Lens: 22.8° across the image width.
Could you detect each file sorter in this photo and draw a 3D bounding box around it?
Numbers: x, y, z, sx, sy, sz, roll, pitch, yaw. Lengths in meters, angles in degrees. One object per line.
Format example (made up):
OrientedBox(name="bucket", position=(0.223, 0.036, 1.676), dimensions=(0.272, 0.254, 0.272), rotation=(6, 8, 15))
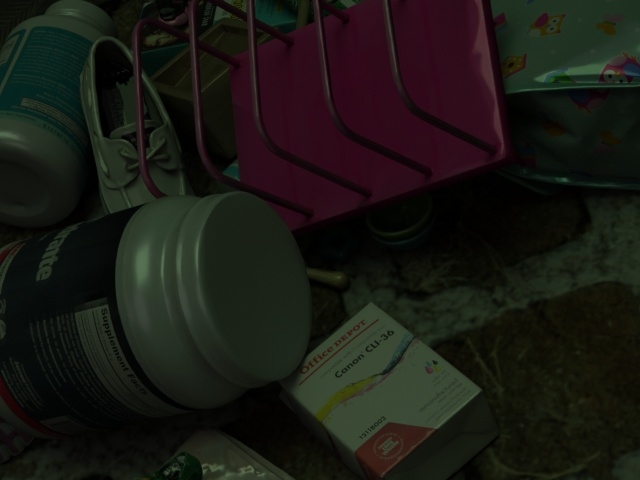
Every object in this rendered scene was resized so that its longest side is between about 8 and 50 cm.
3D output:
OrientedBox(name="file sorter", position=(-0.007, -0.142, 1.432), dimensions=(0.291, 0.182, 0.202), rotation=(-18, 68, 32))

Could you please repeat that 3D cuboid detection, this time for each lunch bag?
OrientedBox(name="lunch bag", position=(0.253, -0.165, 1.515), dimensions=(0.262, 0.160, 0.223), rotation=(-1, 48, 17))

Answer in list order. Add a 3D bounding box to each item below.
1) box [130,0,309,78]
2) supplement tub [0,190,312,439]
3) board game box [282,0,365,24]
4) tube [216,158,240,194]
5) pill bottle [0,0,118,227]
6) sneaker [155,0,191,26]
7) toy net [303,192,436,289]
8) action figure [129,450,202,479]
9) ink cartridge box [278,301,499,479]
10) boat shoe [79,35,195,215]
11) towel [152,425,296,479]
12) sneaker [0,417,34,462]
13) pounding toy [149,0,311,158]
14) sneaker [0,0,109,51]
OrientedBox(name="box", position=(-0.092, -0.247, 1.833), dimensions=(0.244, 0.060, 0.100), rotation=(-9, 44, 17))
OrientedBox(name="supplement tub", position=(-0.165, 0.067, 1.421), dimensions=(0.272, 0.191, 0.191), rotation=(-15, 41, 31))
OrientedBox(name="board game box", position=(0.030, -0.281, 1.756), dimensions=(0.136, 0.030, 0.260), rotation=(-27, 55, -31))
OrientedBox(name="tube", position=(-0.026, -0.112, 1.679), dimensions=(0.080, 0.052, 0.207), rotation=(19, 53, 38))
OrientedBox(name="pill bottle", position=(-0.306, -0.152, 1.777), dimensions=(0.146, 0.146, 0.264), rotation=(-5, 46, 22))
OrientedBox(name="sneaker", position=(-0.168, -0.299, 1.834), dimensions=(0.047, 0.057, 0.119), rotation=(-12, 41, 17))
OrientedBox(name="toy net", position=(0.000, 0.000, 1.553), dimensions=(0.232, 0.045, 0.122), rotation=(-23, 42, 3))
OrientedBox(name="action figure", position=(-0.187, 0.256, 1.300), dimensions=(0.232, 0.063, 0.137), rotation=(-40, 41, -20))
OrientedBox(name="ink cartridge box", position=(0.046, 0.134, 1.379), dimensions=(0.115, 0.067, 0.198), rotation=(-39, 43, -14))
OrientedBox(name="boat shoe", position=(-0.187, -0.092, 1.640), dimensions=(0.096, 0.088, 0.267), rotation=(-12, 64, -12))
OrientedBox(name="towel", position=(-0.104, 0.328, 1.269), dimensions=(0.317, 0.053, 0.332), rotation=(25, 61, 41))
OrientedBox(name="sneaker", position=(-0.378, 0.164, 1.541), dimensions=(0.236, 0.095, 0.104), rotation=(-11, 36, 17))
OrientedBox(name="pounding toy", position=(-0.059, -0.173, 1.692), dimensions=(0.181, 0.094, 0.206), rotation=(-42, 30, -17))
OrientedBox(name="sneaker", position=(-0.352, -0.352, 2.010), dimensions=(0.350, 0.131, 0.148), rotation=(-33, 47, -7))
